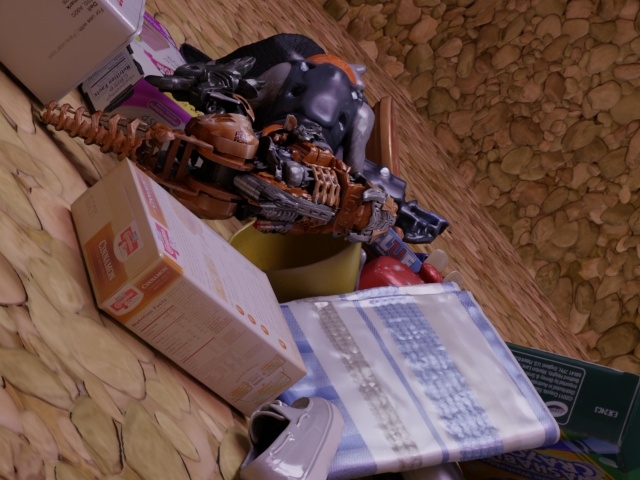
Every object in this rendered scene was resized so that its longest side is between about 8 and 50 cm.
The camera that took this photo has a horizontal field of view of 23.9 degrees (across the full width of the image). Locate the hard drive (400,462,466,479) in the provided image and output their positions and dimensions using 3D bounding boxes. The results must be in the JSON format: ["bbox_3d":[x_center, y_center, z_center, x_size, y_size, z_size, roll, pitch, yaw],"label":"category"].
[{"bbox_3d":[0.110,0.226,1.474,0.203,0.040,0.307,56,5,-42],"label":"hard drive"}]

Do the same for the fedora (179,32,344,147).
[{"bbox_3d":[-0.038,-0.182,2.038,0.334,0.152,0.334,48,11,-12],"label":"fedora"}]

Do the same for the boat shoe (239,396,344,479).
[{"bbox_3d":[-0.030,0.158,1.194,0.063,0.066,0.184,49,21,-9],"label":"boat shoe"}]

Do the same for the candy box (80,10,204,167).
[{"bbox_3d":[-0.197,-0.180,1.608,0.159,0.071,0.233,38,17,-47],"label":"candy box"}]

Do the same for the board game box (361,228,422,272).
[{"bbox_3d":[0.115,0.068,1.953,0.243,0.042,0.165,49,-11,-8],"label":"board game box"}]

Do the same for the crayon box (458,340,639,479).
[{"bbox_3d":[0.246,0.220,1.602,0.203,0.083,0.323,14,-25,24],"label":"crayon box"}]

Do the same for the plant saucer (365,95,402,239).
[{"bbox_3d":[0.082,-0.089,1.983,0.200,0.037,0.200,-4,90,-84],"label":"plant saucer"}]

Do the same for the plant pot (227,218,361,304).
[{"bbox_3d":[-0.019,0.038,1.495,0.134,0.134,0.095,-108,-174,-63],"label":"plant pot"}]

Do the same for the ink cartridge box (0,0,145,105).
[{"bbox_3d":[-0.299,-0.278,1.403,0.278,0.117,0.201,46,12,-19],"label":"ink cartridge box"}]

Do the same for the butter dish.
[{"bbox_3d":[0.094,0.073,1.805,0.160,0.118,0.160,50,10,-2],"label":"butter dish"}]

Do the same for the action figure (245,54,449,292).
[{"bbox_3d":[0.023,-0.091,1.729,0.341,0.178,0.330,24,40,-14],"label":"action figure"}]

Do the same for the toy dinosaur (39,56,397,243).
[{"bbox_3d":[-0.088,-0.082,1.404,0.322,0.164,0.218,37,5,-26],"label":"toy dinosaur"}]

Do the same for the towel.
[{"bbox_3d":[0.069,0.127,1.399,0.285,0.034,0.209,-5,47,-35],"label":"towel"}]

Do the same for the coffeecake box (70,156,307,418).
[{"bbox_3d":[-0.108,0.039,1.238,0.185,0.068,0.142,42,14,-37],"label":"coffeecake box"}]

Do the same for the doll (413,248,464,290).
[{"bbox_3d":[0.125,0.047,2.059,0.129,0.046,0.189,53,-18,-16],"label":"doll"}]
